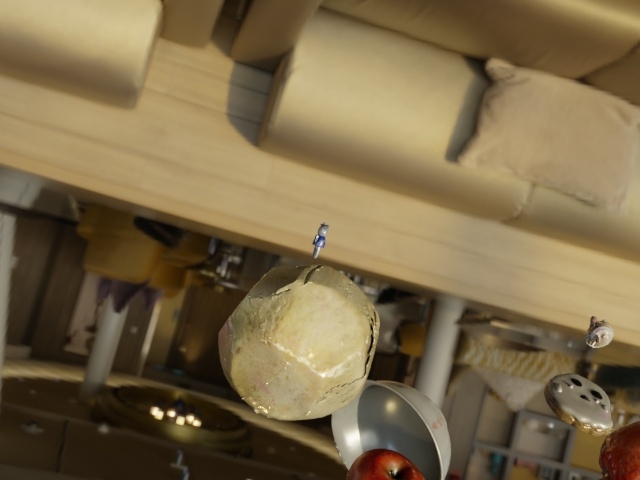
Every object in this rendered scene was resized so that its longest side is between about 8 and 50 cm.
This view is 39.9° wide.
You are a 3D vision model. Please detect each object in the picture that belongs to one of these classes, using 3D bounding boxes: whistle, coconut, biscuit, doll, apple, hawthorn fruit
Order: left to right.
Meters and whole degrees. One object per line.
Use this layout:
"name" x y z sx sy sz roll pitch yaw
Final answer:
"coconut" -0.043 0.216 1.931 0.352 0.353 0.352 15 173 2
"whistle" 0.000 0.000 1.982 0.029 0.083 0.033 16 -176 -33
"apple" 0.131 0.529 1.833 0.181 0.168 0.181 23 -147 -17
"biscuit" 0.661 0.404 2.238 0.181 0.049 0.208 25 -150 4
"doll" 0.744 0.244 2.363 0.073 0.084 0.127 -22 179 29
"hawthorn fruit" 0.628 0.459 1.750 0.243 0.207 0.207 -17 167 8

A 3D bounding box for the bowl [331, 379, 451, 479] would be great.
"bowl" 0.198 0.458 2.087 0.157 0.345 0.345 -23 -159 -40
